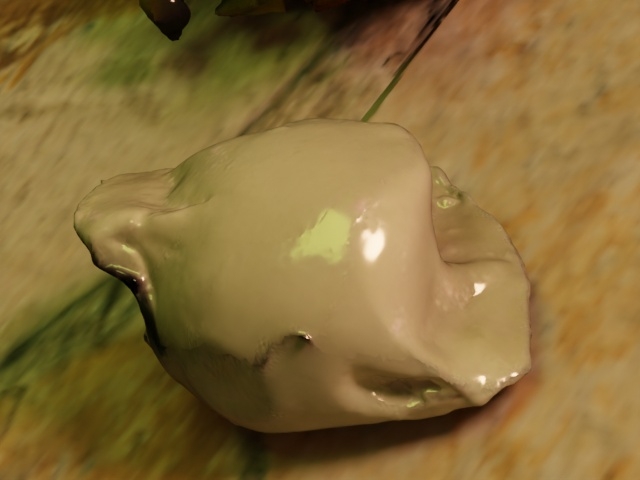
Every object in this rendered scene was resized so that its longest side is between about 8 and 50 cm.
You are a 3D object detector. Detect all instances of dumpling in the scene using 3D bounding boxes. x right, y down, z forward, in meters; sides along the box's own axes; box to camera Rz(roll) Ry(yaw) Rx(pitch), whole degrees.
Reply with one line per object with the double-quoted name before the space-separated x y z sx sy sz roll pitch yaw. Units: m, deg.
"dumpling" -0.001 0.000 0.741 0.176 0.092 0.150 -4 32 37

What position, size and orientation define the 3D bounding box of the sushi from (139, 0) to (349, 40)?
"sushi" -0.009 -0.192 0.902 0.179 0.167 0.296 -13 44 -13
